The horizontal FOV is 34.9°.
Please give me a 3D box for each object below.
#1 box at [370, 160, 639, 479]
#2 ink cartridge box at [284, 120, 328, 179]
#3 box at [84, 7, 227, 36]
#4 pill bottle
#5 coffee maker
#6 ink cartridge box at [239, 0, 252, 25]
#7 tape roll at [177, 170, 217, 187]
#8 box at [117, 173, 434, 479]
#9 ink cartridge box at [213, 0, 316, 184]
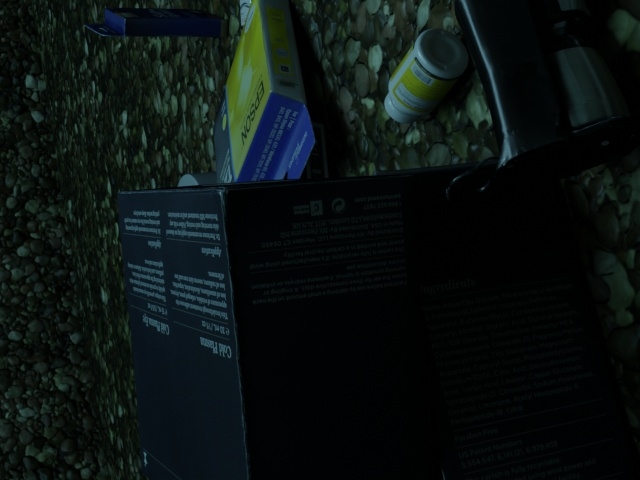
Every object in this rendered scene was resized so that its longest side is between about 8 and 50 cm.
[{"bbox_3d":[0.126,0.152,1.064,0.293,0.212,0.395,143,117,-62],"label":"box"},{"bbox_3d":[-0.038,-0.041,1.531,0.206,0.045,0.208,135,133,-59],"label":"ink cartridge box"},{"bbox_3d":[-0.293,-0.388,1.812,0.136,0.225,0.036,37,128,57],"label":"box"},{"bbox_3d":[0.117,-0.185,1.173,0.116,0.065,0.065,-51,50,56],"label":"pill bottle"},{"bbox_3d":[0.180,-0.148,0.923,0.120,0.171,0.178,102,156,-68],"label":"coffee maker"},{"bbox_3d":[-0.109,-0.375,1.654,0.048,0.028,0.083,-169,74,-64],"label":"ink cartridge box"},{"bbox_3d":[-0.208,-0.019,1.904,0.219,0.072,0.219,174,90,-66],"label":"tape roll"},{"bbox_3d":[-0.058,0.098,0.982,0.343,0.179,0.312,-174,80,-65],"label":"box"},{"bbox_3d":[-0.099,-0.166,1.564,0.303,0.072,0.307,117,154,-46],"label":"ink cartridge box"}]
